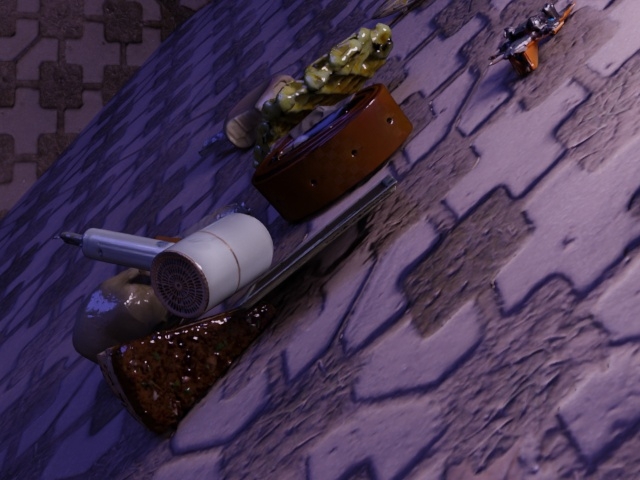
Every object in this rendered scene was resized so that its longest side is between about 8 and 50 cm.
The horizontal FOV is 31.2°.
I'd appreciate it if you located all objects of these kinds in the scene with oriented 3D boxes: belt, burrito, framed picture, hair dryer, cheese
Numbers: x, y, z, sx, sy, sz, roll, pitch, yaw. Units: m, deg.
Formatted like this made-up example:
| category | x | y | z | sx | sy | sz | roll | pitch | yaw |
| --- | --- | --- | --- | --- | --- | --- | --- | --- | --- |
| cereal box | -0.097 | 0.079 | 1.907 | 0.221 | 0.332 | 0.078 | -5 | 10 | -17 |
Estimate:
| category | x | y | z | sx | sy | sz | roll | pitch | yaw |
| --- | --- | --- | --- | --- | --- | --- | --- | --- | --- |
| belt | 0.016 | -0.144 | 1.830 | 0.261 | 0.105 | 0.184 | -34 | 19 | 20 |
| burrito | -0.226 | 0.013 | 2.009 | 0.275 | 0.059 | 0.082 | -26 | 39 | 37 |
| framed picture | 0.000 | 0.000 | 1.607 | 0.273 | 0.016 | 0.216 | -39 | 3 | 5 |
| hair dryer | -0.258 | 0.011 | 1.707 | 0.357 | 0.108 | 0.173 | 11 | 26 | 30 |
| cheese | -0.157 | -0.246 | 2.412 | 0.286 | 0.082 | 0.163 | -30 | 22 | 35 |

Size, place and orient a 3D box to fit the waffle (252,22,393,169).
| category | x | y | z | sx | sy | sz | roll | pitch | yaw |
| --- | --- | --- | --- | --- | --- | --- | --- | --- | --- |
| waffle | -0.007 | -0.252 | 2.003 | 0.297 | 0.073 | 0.317 | -39 | -5 | -26 |

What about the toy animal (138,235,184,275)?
| category | x | y | z | sx | sy | sz | roll | pitch | yaw |
| --- | --- | --- | --- | --- | --- | --- | --- | --- | --- |
| toy animal | -0.217 | 0.030 | 1.832 | 0.188 | 0.089 | 0.179 | -2 | 13 | -31 |

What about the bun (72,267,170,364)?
| category | x | y | z | sx | sy | sz | roll | pitch | yaw |
| --- | --- | --- | --- | --- | --- | --- | --- | --- | --- |
| bun | -0.302 | 0.129 | 1.816 | 0.173 | 0.113 | 0.166 | -58 | -18 | -1 |

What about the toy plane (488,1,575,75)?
| category | x | y | z | sx | sy | sz | roll | pitch | yaw |
| --- | --- | --- | --- | --- | --- | --- | --- | --- | --- |
| toy plane | 0.321 | -0.315 | 1.691 | 0.135 | 0.062 | 0.188 | -13 | 34 | 55 |

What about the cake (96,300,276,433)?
| category | x | y | z | sx | sy | sz | roll | pitch | yaw |
| --- | --- | --- | --- | --- | --- | --- | --- | --- | --- |
| cake | -0.188 | 0.133 | 1.569 | 0.246 | 0.135 | 0.112 | -47 | 20 | -18 |

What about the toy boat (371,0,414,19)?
| category | x | y | z | sx | sy | sz | roll | pitch | yaw |
| --- | --- | --- | --- | --- | --- | --- | --- | --- | --- |
| toy boat | 0.189 | -0.519 | 2.372 | 0.210 | 0.066 | 0.084 | -34 | 19 | 21 |
